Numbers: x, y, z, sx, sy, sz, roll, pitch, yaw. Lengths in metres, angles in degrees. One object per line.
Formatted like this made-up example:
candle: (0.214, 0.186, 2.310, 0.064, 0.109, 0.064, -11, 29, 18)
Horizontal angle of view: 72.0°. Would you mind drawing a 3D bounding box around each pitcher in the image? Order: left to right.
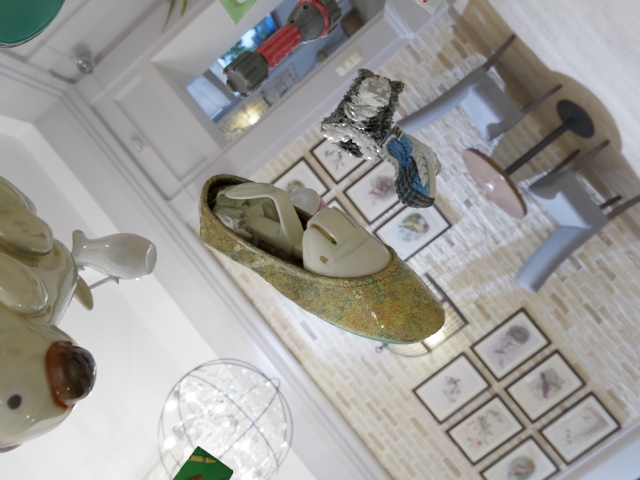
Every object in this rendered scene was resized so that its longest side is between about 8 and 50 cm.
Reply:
pitcher: (-0.550, 0.063, 1.148, 0.125, 0.207, 0.177, 95, 180, -67)

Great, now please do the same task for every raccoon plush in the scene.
raccoon plush: (0.181, -0.421, 1.271, 0.216, 0.299, 0.446, 29, 168, -15)

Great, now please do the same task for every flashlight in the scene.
flashlight: (-0.079, -0.437, 0.969, 0.103, 0.304, 0.103, 32, 157, 20)

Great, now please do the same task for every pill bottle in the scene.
pill bottle: (0.000, 0.000, 0.852, 0.193, 0.108, 0.108, 49, -174, -34)

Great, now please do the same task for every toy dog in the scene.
toy dog: (-0.562, 0.158, 0.771, 0.408, 0.285, 0.395, 56, 175, 31)

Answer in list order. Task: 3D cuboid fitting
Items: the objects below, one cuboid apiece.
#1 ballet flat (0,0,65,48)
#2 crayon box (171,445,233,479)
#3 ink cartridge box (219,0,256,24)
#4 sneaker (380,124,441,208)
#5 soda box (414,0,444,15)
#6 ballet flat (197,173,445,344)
ballet flat: (-0.291, -0.283, 0.449, 0.067, 0.206, 0.073, 22, 162, 17)
crayon box: (-0.265, 0.492, 0.731, 0.081, 0.278, 0.165, 35, -150, 2)
ink cartridge box: (-0.234, -0.646, 1.007, 0.235, 0.171, 0.056, 56, -137, -9)
sneaker: (0.154, -0.110, 0.667, 0.083, 0.071, 0.190, 16, -142, -18)
soda box: (0.278, -0.631, 1.094, 0.069, 0.074, 0.216, 33, -142, -10)
ballet flat: (-0.022, 0.002, 0.505, 0.349, 0.123, 0.123, 24, 170, 34)
